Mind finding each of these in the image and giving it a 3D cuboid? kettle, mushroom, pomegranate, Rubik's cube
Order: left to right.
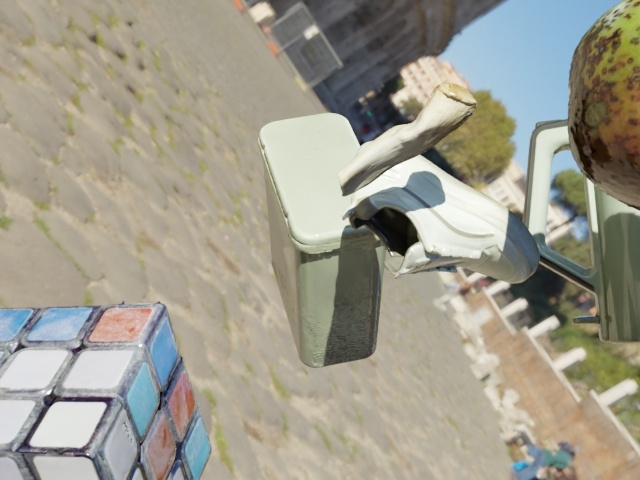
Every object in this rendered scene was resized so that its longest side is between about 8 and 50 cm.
[{"bbox_3d":[-0.418,0.337,1.348,0.363,0.362,0.359,-73,156,-58],"label":"Rubik's cube"},{"bbox_3d":[0.098,-0.121,1.014,0.059,0.202,0.054,29,30,-50],"label":"mushroom"},{"bbox_3d":[0.510,-0.027,1.341,0.250,0.361,0.377,8,76,-69],"label":"kettle"},{"bbox_3d":[0.407,-0.140,0.960,0.285,0.285,0.341,59,-6,13],"label":"pomegranate"}]

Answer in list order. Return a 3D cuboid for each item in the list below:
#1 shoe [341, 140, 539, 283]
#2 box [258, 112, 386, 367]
[{"bbox_3d":[0.160,0.000,1.168,0.316,0.159,0.124,34,-28,-7],"label":"shoe"},{"bbox_3d":[0.000,0.000,1.566,0.352,0.177,0.344,-111,-164,-46],"label":"box"}]
